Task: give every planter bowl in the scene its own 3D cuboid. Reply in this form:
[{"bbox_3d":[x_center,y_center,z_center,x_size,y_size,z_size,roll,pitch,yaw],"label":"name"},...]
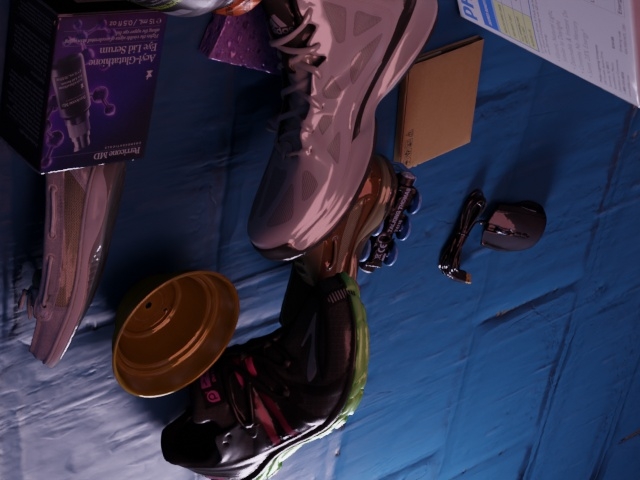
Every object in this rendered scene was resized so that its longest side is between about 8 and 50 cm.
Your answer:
[{"bbox_3d":[-0.231,0.115,1.793,0.217,0.090,0.217,-27,137,-28],"label":"planter bowl"}]

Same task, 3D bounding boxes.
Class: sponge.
[{"bbox_3d":[-0.061,-0.289,1.686,0.210,0.031,0.117,6,115,-47],"label":"sponge"}]

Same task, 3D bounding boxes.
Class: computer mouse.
[{"bbox_3d":[0.334,0.010,2.305,0.262,0.060,0.184,8,113,-48],"label":"computer mouse"}]

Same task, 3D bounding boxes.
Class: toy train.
[{"bbox_3d":[0.097,-0.040,1.985,0.080,0.105,0.184,9,116,-29],"label":"toy train"}]

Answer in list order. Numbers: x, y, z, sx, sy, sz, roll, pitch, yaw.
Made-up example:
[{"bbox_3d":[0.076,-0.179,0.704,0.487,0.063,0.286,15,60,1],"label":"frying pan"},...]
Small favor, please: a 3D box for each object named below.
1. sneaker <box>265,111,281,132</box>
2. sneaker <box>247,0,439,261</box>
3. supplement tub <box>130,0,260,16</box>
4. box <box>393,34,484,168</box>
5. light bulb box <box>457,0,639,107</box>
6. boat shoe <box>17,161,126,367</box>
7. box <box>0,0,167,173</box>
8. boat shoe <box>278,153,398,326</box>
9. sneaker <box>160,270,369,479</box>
[{"bbox_3d":[-0.021,-0.199,1.792,0.152,0.054,0.061,-26,120,-32],"label":"sneaker"},{"bbox_3d":[-0.036,-0.211,1.630,0.257,0.169,0.447,32,80,-41],"label":"sneaker"},{"bbox_3d":[-0.200,-0.359,1.334,0.316,0.193,0.193,13,110,-43],"label":"supplement tub"},{"bbox_3d":[0.192,-0.223,2.003,0.164,0.021,0.201,-24,134,-31],"label":"box"},{"bbox_3d":[0.369,-0.440,1.729,0.225,0.361,0.358,-41,141,-16],"label":"light bulb box"},{"bbox_3d":[-0.338,0.019,1.609,0.118,0.103,0.320,-78,-174,-62],"label":"boat shoe"},{"bbox_3d":[-0.285,-0.199,1.469,0.153,0.108,0.207,-14,129,-39],"label":"box"},{"bbox_3d":[0.000,0.000,1.926,0.120,0.122,0.324,10,112,-35],"label":"boat shoe"},{"bbox_3d":[-0.088,0.231,1.888,0.202,0.185,0.483,14,129,-33],"label":"sneaker"}]
